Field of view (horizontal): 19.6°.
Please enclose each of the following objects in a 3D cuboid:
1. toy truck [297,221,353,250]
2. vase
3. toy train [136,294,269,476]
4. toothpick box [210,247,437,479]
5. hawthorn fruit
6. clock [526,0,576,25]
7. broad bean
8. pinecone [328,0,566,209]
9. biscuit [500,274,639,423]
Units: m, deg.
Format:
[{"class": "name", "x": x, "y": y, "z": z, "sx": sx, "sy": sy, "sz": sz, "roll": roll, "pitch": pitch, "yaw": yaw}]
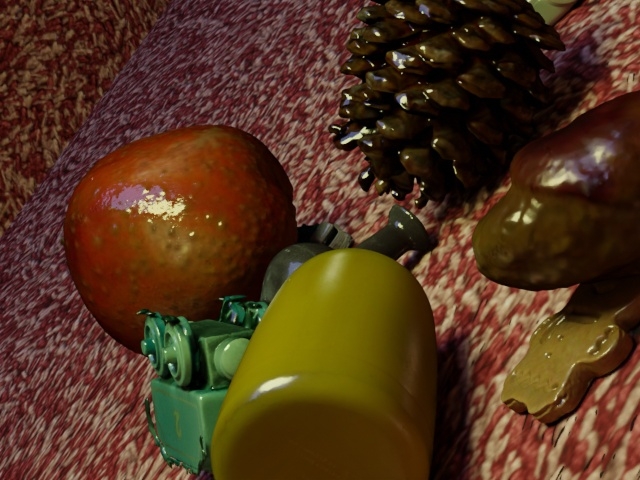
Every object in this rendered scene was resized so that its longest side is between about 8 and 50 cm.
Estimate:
[{"class": "toy truck", "x": 0.000, "y": 0.000, "z": 2.084, "sx": 0.039, "sy": 0.044, "sz": 0.083, "roll": -55, "pitch": 18, "yaw": -15}, {"class": "vase", "x": 0.029, "y": 0.034, "z": 1.839, "sx": 0.183, "sy": 0.120, "sz": 0.120, "roll": -37, "pitch": 12, "yaw": -22}, {"class": "toy train", "x": -0.104, "y": 0.142, "z": 1.811, "sx": 0.112, "sy": 0.163, "sz": 0.203, "roll": -10, "pitch": 5, "yaw": -18}, {"class": "toothpick box", "x": 0.015, "y": 0.121, "z": 1.551, "sx": 0.175, "sy": 0.175, "sz": 0.271, "roll": -40, "pitch": 16, "yaw": 25}, {"class": "hawthorn fruit", "x": -0.157, "y": 0.005, "z": 2.043, "sx": 0.299, "sy": 0.275, "sz": 0.275, "roll": 1, "pitch": 39, "yaw": 20}, {"class": "clock", "x": 0.233, "y": -0.330, "z": 2.144, "sx": 0.324, "sy": 0.108, "sz": 0.265, "roll": -37, "pitch": 19, "yaw": 30}, {"class": "broad bean", "x": 0.215, "y": -0.039, "z": 1.425, "sx": 0.228, "sy": 0.122, "sz": 0.156, "roll": -23, "pitch": 24, "yaw": 31}, {"class": "pinecone", "x": 0.125, "y": -0.163, "z": 1.860, "sx": 0.224, "sy": 0.224, "sz": 0.272, "roll": -135, "pitch": 64, "yaw": -74}, {"class": "biscuit", "x": 0.210, "y": 0.065, "z": 1.442, "sx": 0.184, "sy": 0.027, "sz": 0.133, "roll": -47, "pitch": 15, "yaw": 2}]
